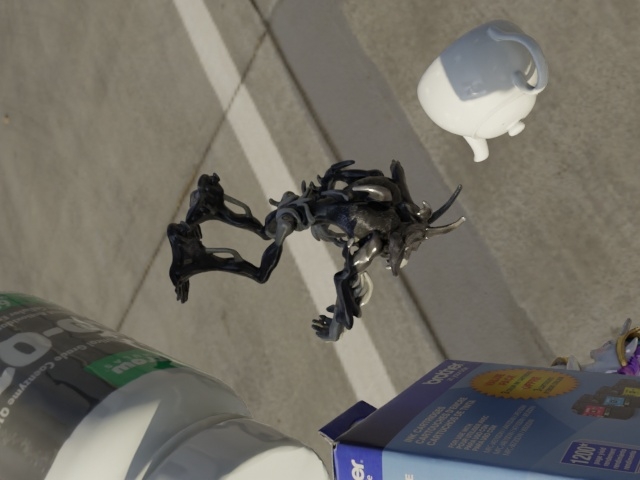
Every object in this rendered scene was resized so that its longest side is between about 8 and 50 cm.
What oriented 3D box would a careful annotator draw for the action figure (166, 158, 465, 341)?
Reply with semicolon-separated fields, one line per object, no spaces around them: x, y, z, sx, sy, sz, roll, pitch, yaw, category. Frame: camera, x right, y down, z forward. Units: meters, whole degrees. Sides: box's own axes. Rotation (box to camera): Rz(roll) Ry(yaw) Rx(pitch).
0.000;0.000;0.804;0.141;0.276;0.164;82;-170;-48;action figure

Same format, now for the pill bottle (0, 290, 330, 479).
-0.180;0.179;0.661;0.361;0.204;0.204;15;105;37;pill bottle

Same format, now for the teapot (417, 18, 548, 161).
0.323;-0.282;1.551;0.252;0.256;0.187;-40;75;23;teapot

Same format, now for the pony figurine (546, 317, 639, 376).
0.439;0.306;1.471;0.363;0.303;0.351;-24;28;26;pony figurine

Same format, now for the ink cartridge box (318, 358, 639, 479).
0.193;0.224;0.768;0.395;0.270;0.151;-2;98;31;ink cartridge box
